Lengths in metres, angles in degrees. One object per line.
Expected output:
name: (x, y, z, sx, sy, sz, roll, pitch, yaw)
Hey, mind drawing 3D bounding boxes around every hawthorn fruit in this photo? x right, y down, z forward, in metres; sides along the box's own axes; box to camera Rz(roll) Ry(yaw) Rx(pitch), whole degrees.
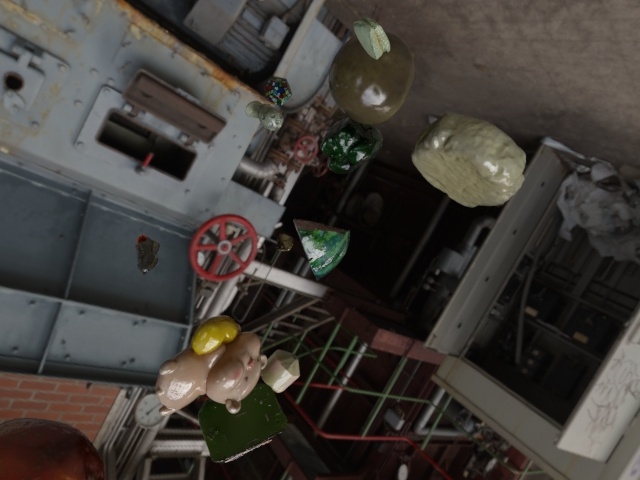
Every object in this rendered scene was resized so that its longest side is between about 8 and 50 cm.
hawthorn fruit: (-0.606, 0.522, 0.927, 0.300, 0.274, 0.275, 1, 176, 16)

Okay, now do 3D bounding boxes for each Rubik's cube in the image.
Rubik's cube: (-0.200, -0.707, 2.063, 0.133, 0.133, 0.112, 26, -178, -26)

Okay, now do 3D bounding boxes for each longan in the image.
longan: (0.208, -0.652, 1.749, 0.361, 0.360, 0.361, 28, -176, -2)

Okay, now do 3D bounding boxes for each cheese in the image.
cheese: (0.408, -0.209, 1.212, 0.318, 0.115, 0.326, 27, 170, 38)

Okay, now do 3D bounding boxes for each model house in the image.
model house: (-0.296, 0.675, 1.597, 0.294, 0.153, 0.206, -13, -123, -32)

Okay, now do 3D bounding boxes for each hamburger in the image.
hamburger: (0.128, -0.540, 1.142, 0.084, 0.054, 0.121, 50, -171, 25)

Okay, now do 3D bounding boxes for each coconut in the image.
coconut: (-0.156, 0.526, 1.788, 0.147, 0.152, 0.147, 44, -178, -2)

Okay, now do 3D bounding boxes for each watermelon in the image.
watermelon: (0.032, 0.006, 1.827, 0.292, 0.222, 0.318, -125, 12, -70)

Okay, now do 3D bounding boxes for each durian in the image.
durian: (-0.141, 0.014, 1.702, 0.066, 0.052, 0.130, 16, -155, -7)

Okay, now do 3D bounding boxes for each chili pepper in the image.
chili pepper: (0.128, -0.428, 1.953, 0.233, 0.249, 0.256, 50, -142, -5)

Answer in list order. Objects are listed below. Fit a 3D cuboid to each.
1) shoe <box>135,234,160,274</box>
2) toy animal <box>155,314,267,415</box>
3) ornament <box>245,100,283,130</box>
shoe: (-0.628, 0.048, 1.551, 0.077, 0.074, 0.194, 49, -170, -31)
toy animal: (-0.303, 0.388, 1.318, 0.247, 0.277, 0.345, 37, -142, 17)
ornament: (-0.184, -0.424, 1.469, 0.075, 0.081, 0.156, -12, -145, -34)
